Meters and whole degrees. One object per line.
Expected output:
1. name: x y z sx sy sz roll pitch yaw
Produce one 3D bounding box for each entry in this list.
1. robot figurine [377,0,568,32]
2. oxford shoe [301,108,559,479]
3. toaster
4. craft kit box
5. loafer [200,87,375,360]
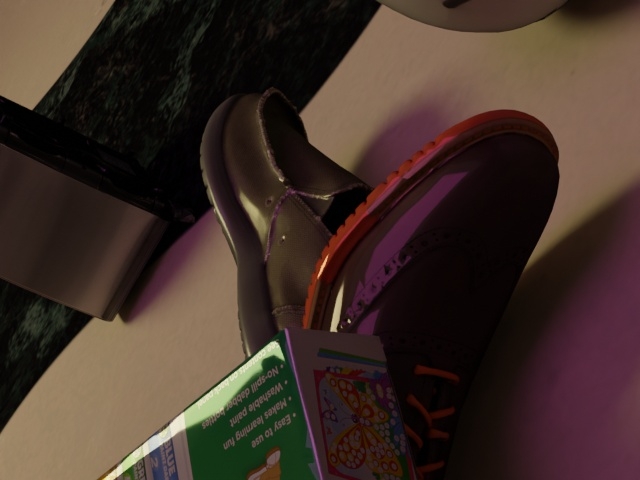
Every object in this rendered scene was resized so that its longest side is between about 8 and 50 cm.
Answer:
1. robot figurine: 0.101 -0.239 0.716 0.278 0.173 0.209 -62 -6 0
2. oxford shoe: 0.037 0.072 0.634 0.271 0.096 0.098 -62 37 19
3. toaster: -0.210 -0.031 1.115 0.110 0.168 0.185 -62 23 7
4. craft kit box: -0.039 0.200 0.583 0.250 0.061 0.247 -41 55 39
5. loafer: 0.000 0.000 0.785 0.087 0.094 0.251 -28 44 12
